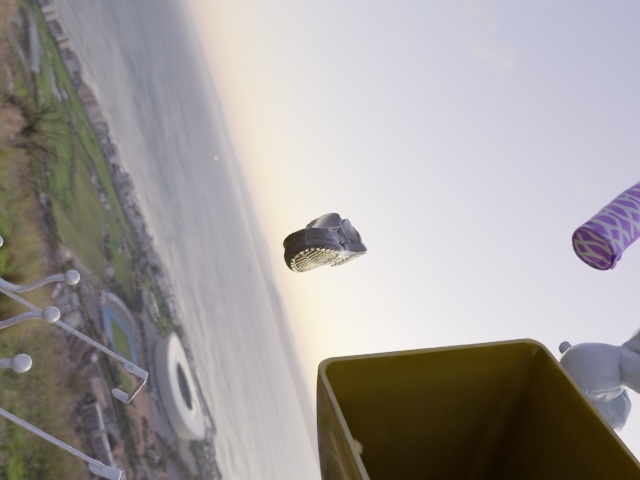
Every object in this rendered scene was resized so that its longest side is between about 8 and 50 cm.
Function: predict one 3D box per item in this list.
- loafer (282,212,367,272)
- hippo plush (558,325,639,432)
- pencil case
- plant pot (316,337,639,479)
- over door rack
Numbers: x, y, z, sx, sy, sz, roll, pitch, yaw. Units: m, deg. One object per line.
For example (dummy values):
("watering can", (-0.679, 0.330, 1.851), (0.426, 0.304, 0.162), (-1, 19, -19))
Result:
("loafer", (0.000, 0.000, 0.653), (0.050, 0.056, 0.148), (66, 19, 12))
("hippo plush", (0.539, 0.246, 1.093), (0.234, 0.237, 0.294), (-75, 143, -62))
("pencil case", (0.505, -0.031, 1.042), (0.088, 0.206, 0.086), (44, -22, 34))
("plant pot", (0.110, 0.224, 0.503), (0.212, 0.212, 0.187), (-117, -148, -50))
("over door rack", (-0.350, 0.150, 0.836), (0.324, 0.108, 0.239), (49, 11, -21))
